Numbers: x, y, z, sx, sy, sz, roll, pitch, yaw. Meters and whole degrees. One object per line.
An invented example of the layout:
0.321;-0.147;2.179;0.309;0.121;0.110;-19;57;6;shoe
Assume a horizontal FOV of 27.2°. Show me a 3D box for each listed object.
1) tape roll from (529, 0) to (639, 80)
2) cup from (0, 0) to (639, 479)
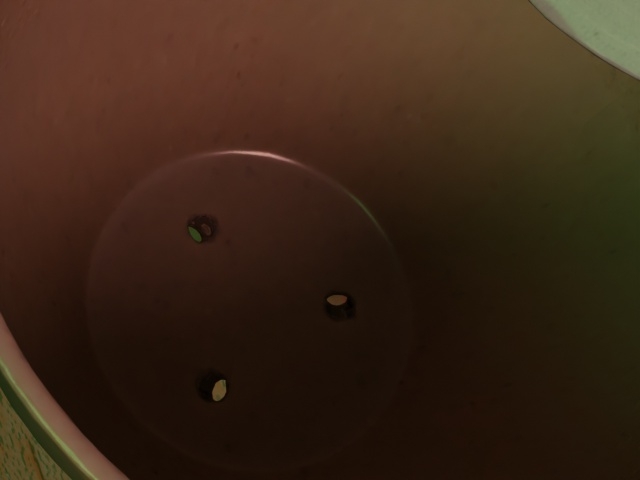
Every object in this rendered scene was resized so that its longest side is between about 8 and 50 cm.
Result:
0.153;-0.151;0.421;0.219;0.072;0.219;3;101;17;tape roll
0.000;0.000;0.559;0.331;0.331;0.237;47;153;2;cup
